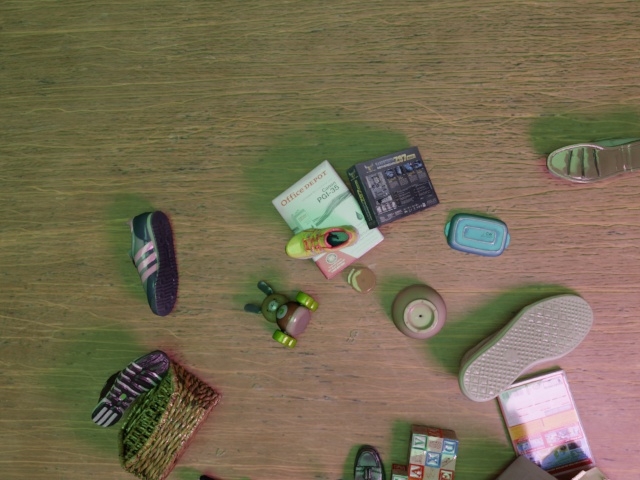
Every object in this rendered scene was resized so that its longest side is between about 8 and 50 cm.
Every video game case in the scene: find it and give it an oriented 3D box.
[{"bbox_3d":[0.642,0.532,1.609,0.204,0.025,0.285,-18,88,6],"label":"video game case"}]

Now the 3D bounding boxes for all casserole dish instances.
[{"bbox_3d":[0.457,-0.016,1.621,0.188,0.037,0.114,11,92,5],"label":"casserole dish"}]

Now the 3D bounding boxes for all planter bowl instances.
[{"bbox_3d":[0.285,0.211,1.605,0.162,0.109,0.162,0,91,6],"label":"planter bowl"}]

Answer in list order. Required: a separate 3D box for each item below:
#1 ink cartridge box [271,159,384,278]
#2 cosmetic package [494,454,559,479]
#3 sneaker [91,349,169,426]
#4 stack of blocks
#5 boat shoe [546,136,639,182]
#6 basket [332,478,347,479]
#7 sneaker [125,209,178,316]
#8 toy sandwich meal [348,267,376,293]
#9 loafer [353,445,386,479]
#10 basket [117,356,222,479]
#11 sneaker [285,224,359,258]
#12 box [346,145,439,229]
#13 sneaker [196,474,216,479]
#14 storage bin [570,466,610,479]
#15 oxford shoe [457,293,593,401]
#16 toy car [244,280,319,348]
[{"bbox_3d":[0.022,-0.060,1.627,0.207,0.117,0.283,-37,87,6],"label":"ink cartridge box"},{"bbox_3d":[0.508,0.718,1.399,0.284,0.377,0.097,-38,89,-6],"label":"cosmetic package"},{"bbox_3d":[-0.575,0.410,1.683,0.281,0.162,0.106,-43,114,-2],"label":"sneaker"},{"bbox_3d":[0.290,0.695,1.618,0.171,0.087,0.297,7,91,6],"label":"stack of blocks"},{"bbox_3d":[0.772,-0.225,1.551,0.302,0.103,0.113,-3,103,5],"label":"boat shoe"},{"bbox_3d":[-0.010,0.824,1.594,0.255,0.201,0.289,-12,99,7],"label":"basket"},{"bbox_3d":[-0.519,0.073,1.707,0.131,0.112,0.319,-6,87,23],"label":"sneaker"},{"bbox_3d":[0.122,0.119,1.664,0.086,0.029,0.085,0,86,-4],"label":"toy sandwich meal"},{"bbox_3d":[0.144,0.745,1.636,0.096,0.084,0.267,-1,90,6],"label":"loafer"},{"bbox_3d":[-0.475,0.531,1.638,0.223,0.213,0.299,35,94,4],"label":"basket"},{"bbox_3d":[0.000,0.000,1.523,0.209,0.094,0.081,-16,92,8],"label":"sneaker"},{"bbox_3d":[0.206,-0.151,1.578,0.233,0.059,0.183,-21,88,-29],"label":"box"},{"bbox_3d":[-0.259,0.754,1.690,0.217,0.079,0.121,43,91,-4],"label":"sneaker"},{"bbox_3d":[0.727,0.781,1.501,0.260,0.123,0.262,-42,114,5],"label":"storage bin"},{"bbox_3d":[0.563,0.293,1.574,0.449,0.130,0.169,-32,81,-9],"label":"oxford shoe"},{"bbox_3d":[-0.128,0.200,1.643,0.188,0.149,0.155,29,81,17],"label":"toy car"}]
